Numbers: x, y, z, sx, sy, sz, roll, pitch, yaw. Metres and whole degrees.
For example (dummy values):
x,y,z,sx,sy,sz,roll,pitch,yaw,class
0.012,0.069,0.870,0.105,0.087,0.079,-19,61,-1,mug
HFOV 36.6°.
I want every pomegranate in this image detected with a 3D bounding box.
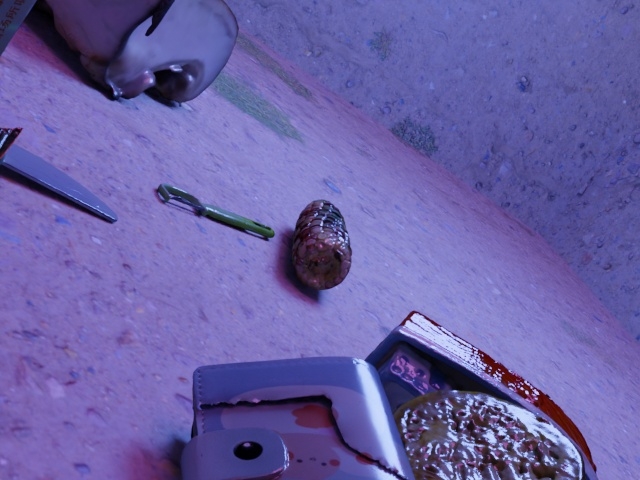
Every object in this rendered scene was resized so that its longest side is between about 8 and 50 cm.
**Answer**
x,y,z,sx,sy,sz,roll,pitch,yaw,class
0.103,0.241,0.831,0.240,0.159,0.190,-2,25,-23,pomegranate

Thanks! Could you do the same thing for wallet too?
x,y,z,sx,sy,sz,roll,pitch,yaw,class
-0.014,0.184,0.714,0.176,0.075,0.250,0,28,-10,wallet

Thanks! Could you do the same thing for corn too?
x,y,z,sx,sy,sz,roll,pitch,yaw,class
0.000,0.000,1.396,0.086,0.086,0.253,35,13,-12,corn

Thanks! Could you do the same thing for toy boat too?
x,y,z,sx,sy,sz,roll,pitch,yaw,class
0.184,0.230,1.069,0.331,0.145,0.133,36,38,-3,toy boat

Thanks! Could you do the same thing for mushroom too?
x,y,z,sx,sy,sz,roll,pitch,yaw,class
-0.342,-0.417,1.547,0.397,0.224,0.313,41,18,13,mushroom

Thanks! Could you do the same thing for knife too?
x,y,z,sx,sy,sz,roll,pitch,yaw,class
-0.318,-0.082,1.005,0.260,0.035,0.063,30,17,-44,knife
-0.141,-0.040,1.317,0.212,0.015,0.054,21,15,-46,knife

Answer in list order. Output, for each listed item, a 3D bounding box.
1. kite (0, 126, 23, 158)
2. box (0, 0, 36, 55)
x,y,z,sx,sy,sz,roll,pitch,yaw,class
-0.354,-0.091,0.887,0.190,0.010,0.159,-2,57,-44,kite
-0.397,-0.216,0.879,0.084,0.198,0.310,41,16,8,box
